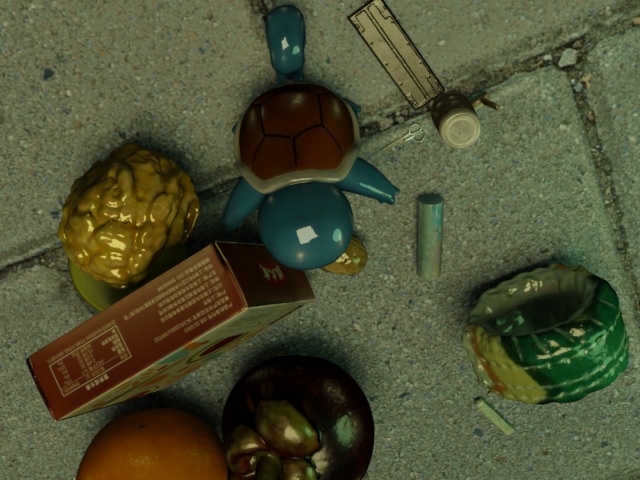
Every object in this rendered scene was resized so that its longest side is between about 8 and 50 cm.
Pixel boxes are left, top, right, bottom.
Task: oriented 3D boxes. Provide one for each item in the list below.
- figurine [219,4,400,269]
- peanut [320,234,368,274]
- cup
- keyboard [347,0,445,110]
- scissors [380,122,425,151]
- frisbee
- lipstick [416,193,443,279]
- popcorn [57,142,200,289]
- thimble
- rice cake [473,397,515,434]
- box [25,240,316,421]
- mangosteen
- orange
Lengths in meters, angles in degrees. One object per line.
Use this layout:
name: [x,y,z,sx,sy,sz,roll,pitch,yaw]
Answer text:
figurine: [-0.025,-0.151,1.313,0.297,0.243,0.416,-5,78,-5]
peanut: [-0.001,0.002,1.490,0.192,0.089,0.089,34,112,-14]
cup: [0.244,-0.203,1.376,0.102,0.099,0.074,-5,119,1]
keyboard: [0.130,-0.311,1.365,0.067,0.011,0.202,-33,114,16]
scissors: [0.144,-0.177,1.439,0.083,0.006,0.036,-25,114,11]
frisbee: [-0.358,0.056,1.539,0.235,0.017,0.236,-1,118,-2]
lipstick: [0.202,-0.005,1.509,0.048,0.048,0.158,-3,118,-1]
popcorn: [-0.314,-0.050,1.356,0.250,0.250,0.190,-39,125,17]
thimble: [0.408,0.174,1.495,0.288,0.254,0.167,-21,116,10]
rice cake: [0.370,0.374,1.732,0.022,0.021,0.121,-42,114,13]
box: [-0.240,0.150,1.410,0.385,0.344,0.122,-31,80,14]
mangosteen: [-0.055,0.378,1.536,0.306,0.347,0.307,5,104,21]
orange: [-0.327,0.486,1.613,0.312,0.312,0.312,-1,118,-2]
